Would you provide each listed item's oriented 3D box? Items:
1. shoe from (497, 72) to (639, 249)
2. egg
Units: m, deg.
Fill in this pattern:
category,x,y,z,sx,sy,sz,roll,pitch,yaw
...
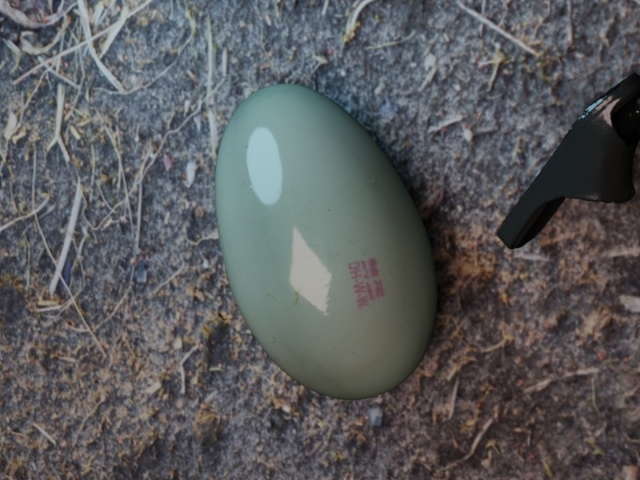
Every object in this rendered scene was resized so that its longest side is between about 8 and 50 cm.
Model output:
category,x,y,z,sx,sy,sz,roll,pitch,yaw
shoe,0.288,-0.066,1.438,0.093,0.108,0.241,43,124,12
egg,0.000,0.000,1.532,0.230,0.230,0.371,-24,85,30
